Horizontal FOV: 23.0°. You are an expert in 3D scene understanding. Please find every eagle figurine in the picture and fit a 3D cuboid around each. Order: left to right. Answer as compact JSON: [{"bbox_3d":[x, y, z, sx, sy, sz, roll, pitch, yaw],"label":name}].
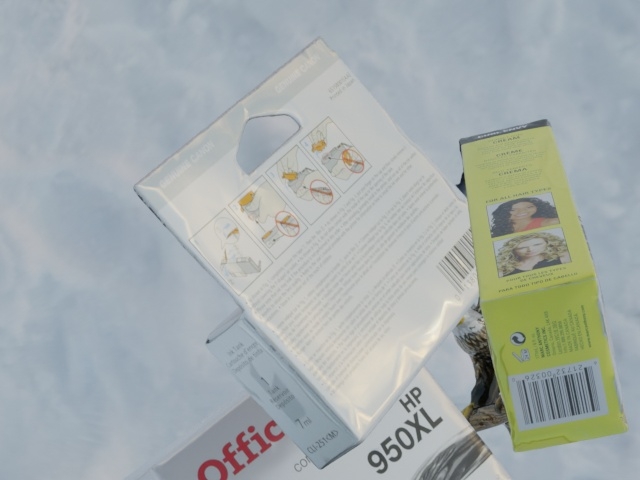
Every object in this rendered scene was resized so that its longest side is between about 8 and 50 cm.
[{"bbox_3d":[0.184,0.075,1.830,0.226,0.225,0.298,-6,70,-4],"label":"eagle figurine"}]

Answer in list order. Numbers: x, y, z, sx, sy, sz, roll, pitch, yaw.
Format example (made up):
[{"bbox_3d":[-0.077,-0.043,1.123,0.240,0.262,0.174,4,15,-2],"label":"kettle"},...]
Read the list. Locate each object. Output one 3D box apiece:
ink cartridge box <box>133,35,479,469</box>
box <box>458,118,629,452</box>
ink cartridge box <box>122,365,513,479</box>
[{"bbox_3d":[0.000,0.000,1.194,0.239,0.060,0.275,47,43,-2],"label":"ink cartridge box"},{"bbox_3d":[0.112,0.015,0.819,0.058,0.232,0.087,-13,112,7],"label":"box"},{"bbox_3d":[0.038,0.294,1.355,0.285,0.166,0.395,-36,86,-37],"label":"ink cartridge box"}]
